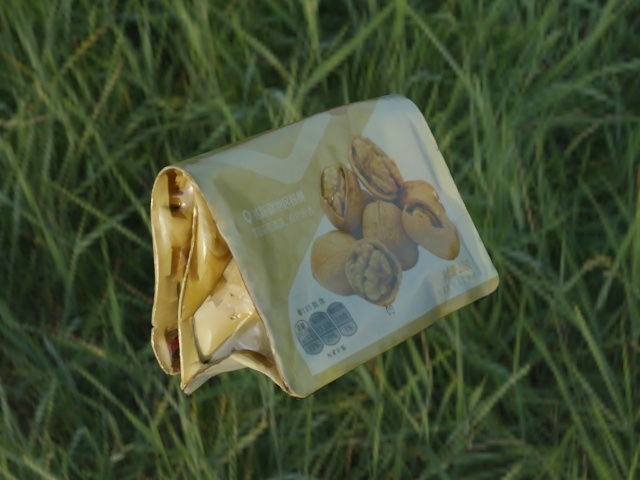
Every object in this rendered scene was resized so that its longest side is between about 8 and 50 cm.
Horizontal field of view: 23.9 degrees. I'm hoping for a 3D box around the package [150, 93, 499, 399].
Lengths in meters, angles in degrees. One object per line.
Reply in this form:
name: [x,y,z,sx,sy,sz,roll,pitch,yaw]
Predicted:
package: [-0.020,0.015,1.355,0.311,0.165,0.221,-26,89,-48]
